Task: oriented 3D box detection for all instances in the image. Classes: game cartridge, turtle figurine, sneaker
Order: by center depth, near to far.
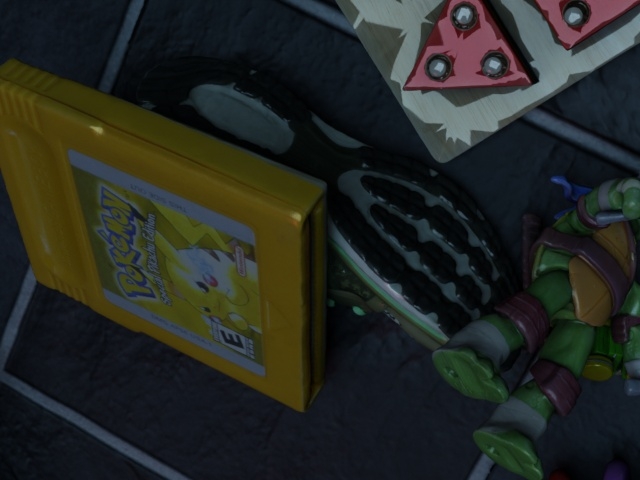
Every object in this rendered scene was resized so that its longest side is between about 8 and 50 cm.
[{"bbox_3d":[0.238,0.060,0.821,0.275,0.198,0.266,38,66,23],"label":"turtle figurine"},{"bbox_3d":[-0.144,0.002,0.944,0.324,0.052,0.285,22,143,18],"label":"game cartridge"},{"bbox_3d":[0.000,0.000,0.983,0.410,0.158,0.182,35,139,6],"label":"sneaker"}]

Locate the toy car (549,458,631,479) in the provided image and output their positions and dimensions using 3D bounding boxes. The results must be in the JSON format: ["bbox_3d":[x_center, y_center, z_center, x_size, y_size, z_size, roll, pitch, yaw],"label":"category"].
[{"bbox_3d":[0.254,0.263,0.942,0.182,0.159,0.136,-10,61,18],"label":"toy car"}]

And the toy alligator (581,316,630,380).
[{"bbox_3d":[0.290,0.106,0.940,0.190,0.056,0.051,8,147,8],"label":"toy alligator"}]

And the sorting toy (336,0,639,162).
[{"bbox_3d":[0.135,-0.234,0.898,0.255,0.089,0.257,-32,90,19],"label":"sorting toy"}]
